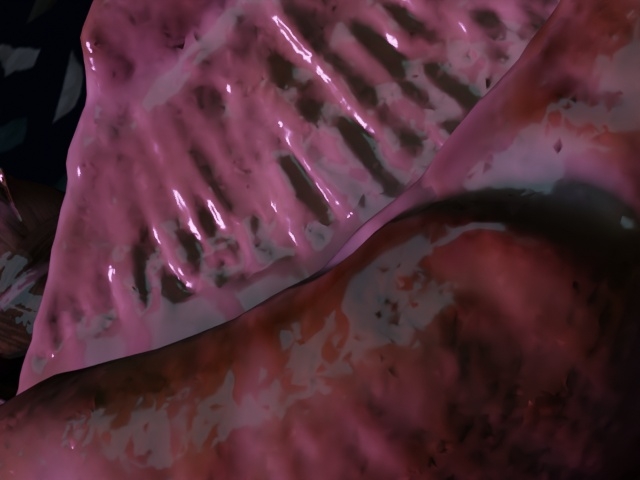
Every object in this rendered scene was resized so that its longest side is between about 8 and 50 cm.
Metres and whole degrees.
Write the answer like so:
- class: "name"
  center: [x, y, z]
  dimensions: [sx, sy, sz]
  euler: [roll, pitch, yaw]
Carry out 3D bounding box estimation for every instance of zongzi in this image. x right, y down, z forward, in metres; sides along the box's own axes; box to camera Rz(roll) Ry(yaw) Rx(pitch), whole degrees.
- class: "zongzi"
  center: [-0.150, 0.093, 0.721]
  dimensions: [0.204, 0.094, 0.205]
  euler: [34, 97, 36]

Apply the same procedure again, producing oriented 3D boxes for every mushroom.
- class: "mushroom"
  center: [0.027, 0.031, 0.499]
  dimensions: [0.313, 0.224, 0.397]
  euler: [25, 91, 27]

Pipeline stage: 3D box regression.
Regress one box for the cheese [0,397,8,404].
- class: "cheese"
  center: [-0.212, 0.211, 0.683]
  dimensions: [0.189, 0.074, 0.286]
  euler: [27, 96, 21]
